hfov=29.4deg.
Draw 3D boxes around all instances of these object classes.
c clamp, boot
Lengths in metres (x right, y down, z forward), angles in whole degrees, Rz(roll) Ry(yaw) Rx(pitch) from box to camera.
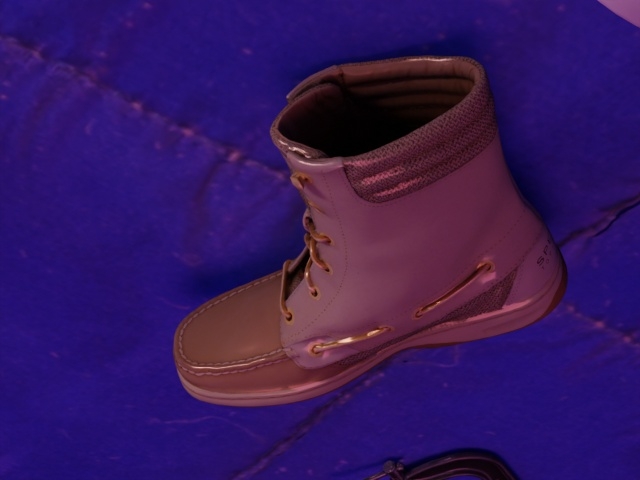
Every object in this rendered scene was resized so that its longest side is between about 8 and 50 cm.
[{"bbox_3d":[0.110,0.226,1.076,0.137,0.022,0.161,-27,133,22],"label":"c clamp"},{"bbox_3d":[0.000,0.000,0.731,0.262,0.095,0.203,-15,139,15],"label":"boot"}]

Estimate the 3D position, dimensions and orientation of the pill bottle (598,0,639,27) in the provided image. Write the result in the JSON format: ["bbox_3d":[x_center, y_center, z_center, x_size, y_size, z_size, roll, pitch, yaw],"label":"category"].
[{"bbox_3d":[0.205,-0.216,0.402,0.182,0.181,0.323,20,136,-24],"label":"pill bottle"}]
